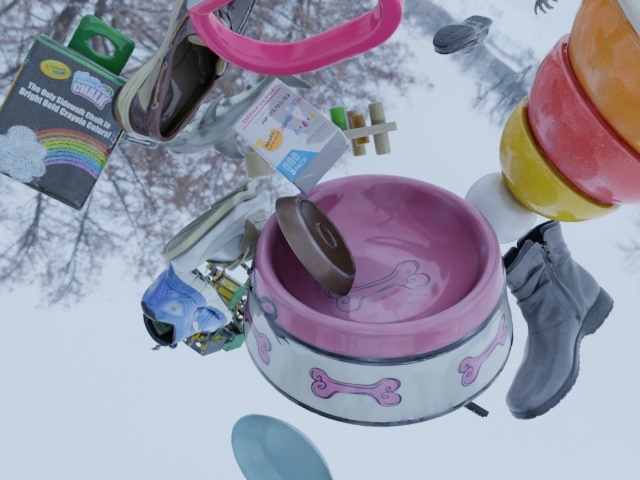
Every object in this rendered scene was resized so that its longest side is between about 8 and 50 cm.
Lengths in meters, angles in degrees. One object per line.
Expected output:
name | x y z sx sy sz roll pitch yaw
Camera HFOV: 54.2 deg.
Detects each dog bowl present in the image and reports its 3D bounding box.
dog bowl | 0.082 0.056 0.913 0.408 0.150 0.408 -2 -141 2

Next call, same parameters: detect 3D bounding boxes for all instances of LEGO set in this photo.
LEGO set | -0.273 0.146 1.552 0.192 0.255 0.331 31 -166 14

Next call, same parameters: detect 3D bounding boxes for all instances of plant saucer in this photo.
plant saucer | 0.000 0.000 0.885 0.168 0.029 0.168 47 -162 -20
plant saucer | -0.049 0.332 0.936 0.195 0.195 0.037 42 -138 11

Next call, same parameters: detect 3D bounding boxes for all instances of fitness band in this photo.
fitness band | -0.037 -0.286 0.778 0.209 0.291 0.054 18 -108 -47

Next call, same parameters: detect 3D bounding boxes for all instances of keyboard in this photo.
keyboard | 0.353 0.411 1.638 0.180 0.023 0.108 29 165 12

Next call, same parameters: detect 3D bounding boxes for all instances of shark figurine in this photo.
shark figurine | -0.155 -0.216 1.165 0.116 0.278 0.166 54 168 -7

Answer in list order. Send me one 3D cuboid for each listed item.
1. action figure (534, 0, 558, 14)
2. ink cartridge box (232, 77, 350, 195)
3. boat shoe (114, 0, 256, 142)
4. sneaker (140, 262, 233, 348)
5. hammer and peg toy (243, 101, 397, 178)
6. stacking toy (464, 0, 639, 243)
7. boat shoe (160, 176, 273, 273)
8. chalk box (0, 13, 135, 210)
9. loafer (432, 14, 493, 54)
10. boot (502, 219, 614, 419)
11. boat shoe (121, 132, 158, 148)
action figure | 0.417 -0.494 1.135 0.275 0.141 0.164 12 176 20
ink cartridge box | -0.056 -0.167 0.940 0.181 0.104 0.061 43 -178 26
boat shoe | -0.179 -0.295 0.967 0.123 0.342 0.123 23 165 42
sneaker | -0.270 0.128 1.206 0.130 0.147 0.330 47 169 16
hammer and peg toy | -0.023 -0.245 1.533 0.361 0.127 0.266 -13 -171 -12
stacking toy | 0.382 -0.145 0.901 0.350 0.480 0.351 17 -127 -24
boat shoe | -0.135 -0.011 0.970 0.103 0.113 0.302 58 -156 -10
chalk box | -0.419 -0.229 1.051 0.180 0.289 0.179 28 -176 -27
loafer | 0.353 -0.489 1.538 0.080 0.078 0.220 31 -133 33
boot | 0.381 0.134 1.135 0.223 0.118 0.338 49 -122 -12
boat shoe | -0.507 -0.280 1.437 0.335 0.119 0.121 11 -152 -34
